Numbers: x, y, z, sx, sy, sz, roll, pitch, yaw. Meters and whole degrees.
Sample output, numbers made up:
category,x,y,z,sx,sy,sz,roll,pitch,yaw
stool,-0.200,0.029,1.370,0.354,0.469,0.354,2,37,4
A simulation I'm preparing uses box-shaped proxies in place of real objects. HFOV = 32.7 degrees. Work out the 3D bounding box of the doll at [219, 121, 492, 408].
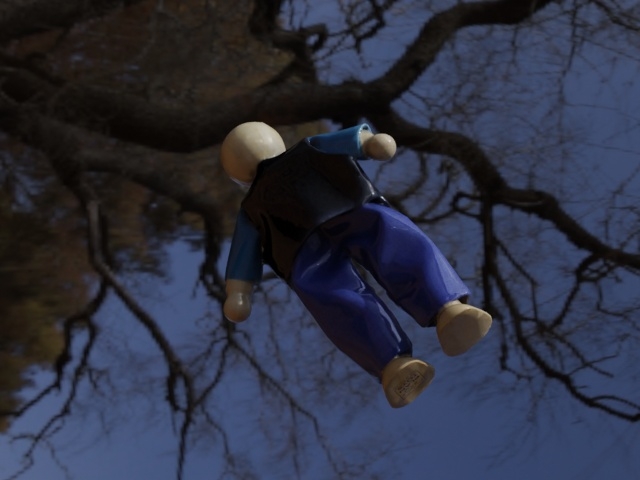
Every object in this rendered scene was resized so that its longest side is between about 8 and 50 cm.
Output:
category,x,y,z,sx,sy,sz,roll,pitch,yaw
doll,0.000,0.000,0.574,0.129,0.046,0.189,-44,-123,7
